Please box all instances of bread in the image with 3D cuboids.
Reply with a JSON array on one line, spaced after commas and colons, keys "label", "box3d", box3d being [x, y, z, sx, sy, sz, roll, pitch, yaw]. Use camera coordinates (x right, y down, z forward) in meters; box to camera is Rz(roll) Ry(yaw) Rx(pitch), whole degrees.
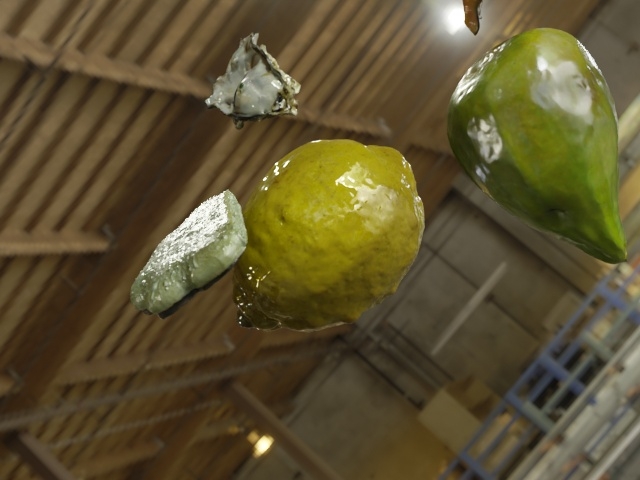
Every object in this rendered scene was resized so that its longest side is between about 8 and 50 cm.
[{"label": "bread", "box3d": [-0.190, 0.024, 1.808, 0.207, 0.056, 0.286, -42, 15, 2]}]

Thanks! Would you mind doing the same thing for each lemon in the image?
[{"label": "lemon", "box3d": [0.005, -0.006, 1.937, 0.316, 0.285, 0.285, -33, -23, -25]}]

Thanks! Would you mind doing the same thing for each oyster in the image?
[{"label": "oyster", "box3d": [-0.084, -0.180, 1.529, 0.108, 0.165, 0.053, -44, -54, 5]}]

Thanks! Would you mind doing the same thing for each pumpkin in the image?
[{"label": "pumpkin", "box3d": [0.176, -0.298, 1.471, 0.073, 0.035, 0.101, 82, -164, -60]}]

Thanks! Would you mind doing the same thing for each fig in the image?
[{"label": "fig", "box3d": [0.203, -0.087, 1.220, 0.167, 0.233, 0.167, -6, -6, -1]}]
